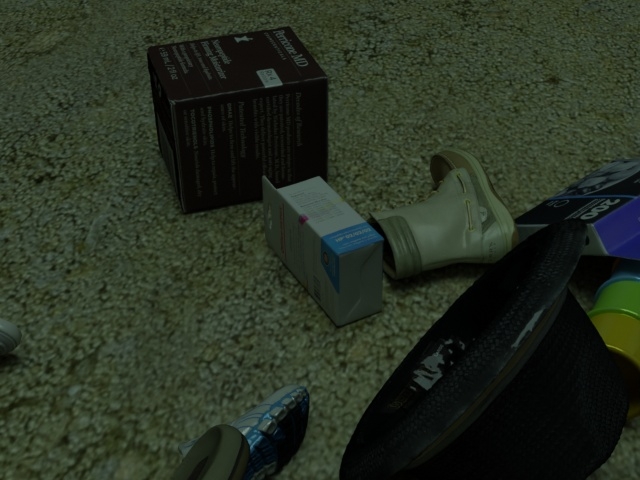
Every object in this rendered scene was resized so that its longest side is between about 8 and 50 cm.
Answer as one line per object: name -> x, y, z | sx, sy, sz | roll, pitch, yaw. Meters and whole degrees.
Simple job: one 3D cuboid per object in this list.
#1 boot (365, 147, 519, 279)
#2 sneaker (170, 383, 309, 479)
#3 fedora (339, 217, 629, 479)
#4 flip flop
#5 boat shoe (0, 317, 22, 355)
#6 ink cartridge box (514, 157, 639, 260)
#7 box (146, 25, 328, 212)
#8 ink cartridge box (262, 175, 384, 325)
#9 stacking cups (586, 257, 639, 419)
boot -> 0.129, -0.036, 1.137 | 0.165, 0.077, 0.213 | -11, 39, -10
sneaker -> -0.083, 0.189, 0.848 | 0.083, 0.071, 0.190 | 17, 40, 31
fedora -> 0.162, 0.132, 0.788 | 0.152, 0.334, 0.334 | 42, 47, 2
flip flop -> -0.134, 0.220, 0.665 | 0.112, 0.080, 0.277 | -33, 15, 34
boat shoe -> -0.405, 0.114, 0.961 | 0.184, 0.066, 0.063 | 2, 51, 0
ink cartridge box -> 0.354, -0.042, 1.074 | 0.206, 0.045, 0.208 | -28, 15, -25
box -> -0.110, -0.164, 1.233 | 0.203, 0.167, 0.168 | -12, 38, -15
ink cartridge box -> 0.000, 0.000, 1.064 | 0.061, 0.104, 0.181 | -19, 41, -23
stacking cups -> 0.349, 0.056, 0.992 | 0.096, 0.096, 0.316 | 19, 41, 25
